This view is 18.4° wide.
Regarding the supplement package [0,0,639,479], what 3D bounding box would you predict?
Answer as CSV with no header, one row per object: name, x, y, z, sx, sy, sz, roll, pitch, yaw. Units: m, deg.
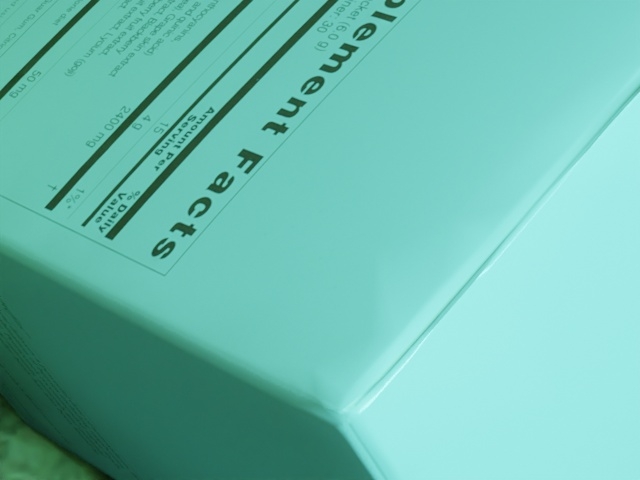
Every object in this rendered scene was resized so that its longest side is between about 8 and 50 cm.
supplement package,0.000,0.000,0.657,0.293,0.177,0.175,24,64,44
